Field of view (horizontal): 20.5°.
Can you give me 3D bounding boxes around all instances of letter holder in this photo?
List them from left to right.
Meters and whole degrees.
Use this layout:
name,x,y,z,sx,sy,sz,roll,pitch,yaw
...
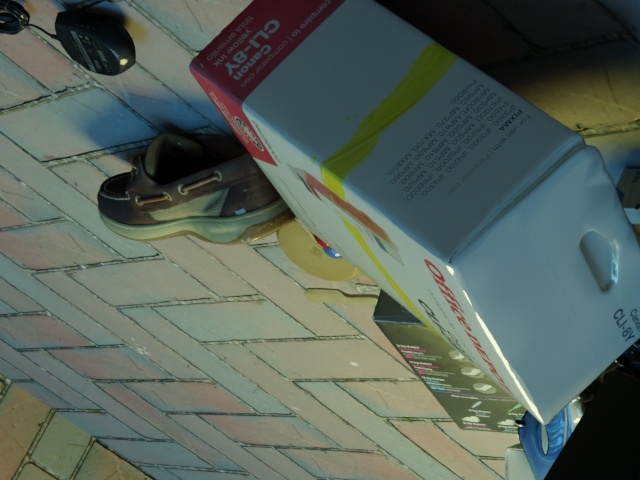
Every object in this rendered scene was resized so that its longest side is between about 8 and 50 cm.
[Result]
name,x,y,z,sx,sy,sz,roll,pitch,yaw
letter holder,0.389,0.271,1.628,0.214,0.152,0.302,41,168,-38

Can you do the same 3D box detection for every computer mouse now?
name,x,y,z,sx,sy,sz,roll,pitch,yaw
computer mouse,-0.291,-0.237,1.966,0.242,0.041,0.071,21,150,34

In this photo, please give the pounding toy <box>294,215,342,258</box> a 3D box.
name,x,y,z,sx,sy,sz,roll,pitch,yaw
pounding toy,0.049,-0.002,1.955,0.141,0.100,0.130,26,172,17

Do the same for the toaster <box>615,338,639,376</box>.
name,x,y,z,sx,sy,sz,roll,pitch,yaw
toaster,0.360,0.097,1.649,0.185,0.110,0.168,36,169,-10

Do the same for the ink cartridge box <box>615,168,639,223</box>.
name,x,y,z,sx,sy,sz,roll,pitch,yaw
ink cartridge box,0.318,-0.041,1.670,0.083,0.048,0.028,3,148,47

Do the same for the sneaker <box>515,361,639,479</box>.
name,x,y,z,sx,sy,sz,roll,pitch,yaw
sneaker,0.256,0.166,1.803,0.129,0.330,0.147,-5,-172,-34

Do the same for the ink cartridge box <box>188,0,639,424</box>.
name,x,y,z,sx,sy,sz,roll,pitch,yaw
ink cartridge box,0.093,-0.049,1.589,0.384,0.160,0.279,39,169,41

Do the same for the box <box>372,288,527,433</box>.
name,x,y,z,sx,sy,sz,roll,pitch,yaw
box,0.186,0.083,1.918,0.143,0.165,0.270,2,151,29

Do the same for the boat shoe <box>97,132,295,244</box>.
name,x,y,z,sx,sy,sz,roll,pitch,yaw
boat shoe,-0.165,-0.073,2.109,0.342,0.123,0.123,9,123,54

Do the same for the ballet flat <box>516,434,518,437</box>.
name,x,y,z,sx,sy,sz,roll,pitch,yaw
ballet flat,0.273,0.228,2.303,0.072,0.068,0.213,15,156,29

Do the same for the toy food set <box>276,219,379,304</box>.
name,x,y,z,sx,sy,sz,roll,pitch,yaw
toy food set,0.000,0.000,2.163,0.132,0.038,0.192,3,138,36

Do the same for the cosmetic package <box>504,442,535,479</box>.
name,x,y,z,sx,sy,sz,roll,pitch,yaw
cosmetic package,0.347,0.283,2.023,0.129,0.153,0.296,6,-170,41
